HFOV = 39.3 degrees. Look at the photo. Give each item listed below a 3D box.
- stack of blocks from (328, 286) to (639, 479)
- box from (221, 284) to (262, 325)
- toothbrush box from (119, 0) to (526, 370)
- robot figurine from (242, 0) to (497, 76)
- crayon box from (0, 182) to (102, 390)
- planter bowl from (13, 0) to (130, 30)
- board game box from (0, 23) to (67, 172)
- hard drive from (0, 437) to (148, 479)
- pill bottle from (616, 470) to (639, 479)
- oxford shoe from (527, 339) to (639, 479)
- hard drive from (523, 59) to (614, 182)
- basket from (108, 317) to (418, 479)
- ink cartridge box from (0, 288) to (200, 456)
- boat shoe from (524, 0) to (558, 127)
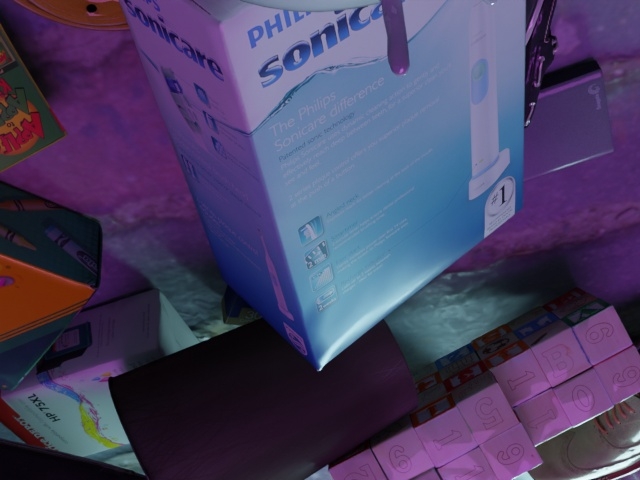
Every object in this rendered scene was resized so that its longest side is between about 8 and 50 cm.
[{"bbox_3d":[0.157,0.161,0.865,0.297,0.171,0.087,-28,94,3],"label":"stack of blocks"},{"bbox_3d":[0.000,0.000,0.811,0.136,0.036,0.225,6,133,-17],"label":"box"},{"bbox_3d":[0.018,-0.092,0.585,0.216,0.126,0.295,-37,143,-19],"label":"toothbrush box"},{"bbox_3d":[-0.018,-0.239,0.329,0.200,0.300,0.353,-11,110,45],"label":"robot figurine"},{"bbox_3d":[-0.340,0.012,0.725,0.278,0.081,0.165,25,126,-31],"label":"crayon box"},{"bbox_3d":[-0.135,-0.198,0.539,0.217,0.090,0.217,-5,137,-5],"label":"planter bowl"},{"bbox_3d":[-0.279,-0.069,0.612,0.181,0.043,0.092,-32,120,-12],"label":"board game box"},{"bbox_3d":[-0.245,0.274,0.914,0.237,0.064,0.339,9,155,11],"label":"hard drive"},{"bbox_3d":[0.447,0.225,1.043,0.152,0.152,0.272,18,130,-27],"label":"pill bottle"},{"bbox_3d":[0.330,0.161,0.957,0.130,0.123,0.348,13,133,-42],"label":"oxford shoe"},{"bbox_3d":[0.175,-0.090,0.757,0.135,0.022,0.094,-19,136,9],"label":"hard drive"},{"bbox_3d":[-0.043,0.143,0.786,0.227,0.154,0.204,-26,147,-10],"label":"basket"},{"bbox_3d":[-0.235,0.145,0.885,0.231,0.078,0.134,-18,136,9],"label":"ink cartridge box"},{"bbox_3d":[0.158,-0.140,0.676,0.038,0.046,0.125,8,123,-7],"label":"boat shoe"}]
